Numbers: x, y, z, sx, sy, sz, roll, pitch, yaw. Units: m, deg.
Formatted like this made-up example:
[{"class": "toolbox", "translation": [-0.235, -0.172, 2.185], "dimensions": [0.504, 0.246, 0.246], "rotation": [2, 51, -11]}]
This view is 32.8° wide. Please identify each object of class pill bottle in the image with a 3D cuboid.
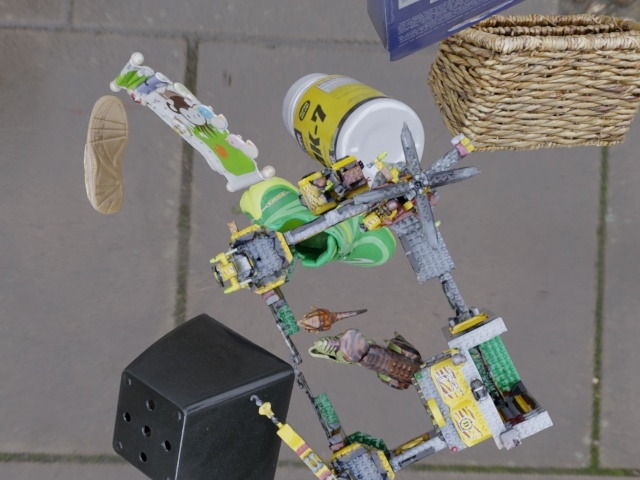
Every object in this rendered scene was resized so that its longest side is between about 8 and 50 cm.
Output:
[{"class": "pill bottle", "translation": [0.035, -0.146, 1.397], "dimensions": [0.119, 0.208, 0.119], "rotation": [-9, 113, -23]}]

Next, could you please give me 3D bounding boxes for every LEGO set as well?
[{"class": "LEGO set", "translation": [0.051, 0.082, 0.933], "dimensions": [0.254, 0.192, 0.331], "rotation": [-17, 88, 4]}]

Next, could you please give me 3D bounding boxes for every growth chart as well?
[{"class": "growth chart", "translation": [-0.163, -0.146, 1.370], "dimensions": [0.237, 0.172, 0.021], "rotation": [42, 71, -6]}]

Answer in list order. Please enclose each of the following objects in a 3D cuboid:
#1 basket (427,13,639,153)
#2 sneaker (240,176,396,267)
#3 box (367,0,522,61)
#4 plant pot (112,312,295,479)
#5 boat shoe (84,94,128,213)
[{"class": "basket", "translation": [0.330, -0.280, 1.609], "dimensions": [0.299, 0.223, 0.214], "rotation": [-5, 52, -15]}, {"class": "sneaker", "translation": [0.000, 0.000, 1.688], "dimensions": [0.295, 0.124, 0.109], "rotation": [18, 129, -38]}, {"class": "box", "translation": [0.090, -0.167, 0.614], "dimensions": [0.136, 0.225, 0.037], "rotation": [-26, 83, 2]}, {"class": "plant pot", "translation": [-0.170, 0.232, 1.449], "dimensions": [0.187, 0.167, 0.188], "rotation": [27, 117, 35]}, {"class": "boat shoe", "translation": [-0.316, -0.124, 1.571], "dimensions": [0.063, 0.059, 0.170], "rotation": [4, 91, -31]}]
